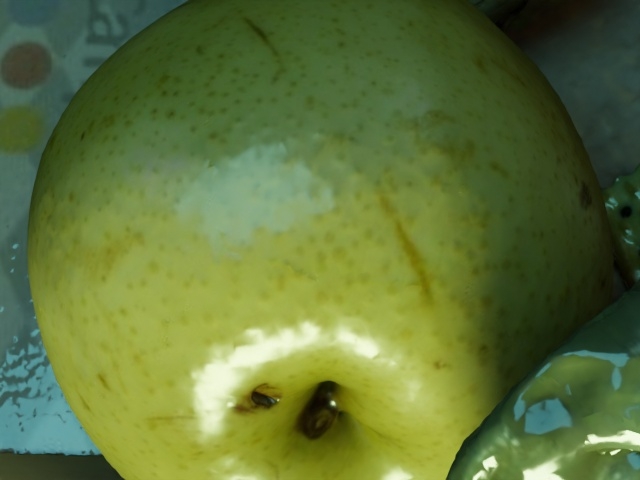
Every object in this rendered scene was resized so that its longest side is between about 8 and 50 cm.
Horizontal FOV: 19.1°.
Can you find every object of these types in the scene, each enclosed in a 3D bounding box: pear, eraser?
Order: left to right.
[{"bbox_3d":[-0.158,-0.041,1.194,0.213,0.082,0.396,1,66,6],"label":"eraser"},{"bbox_3d":[0.000,0.000,0.985,0.309,0.309,0.309,-11,62,22],"label":"pear"}]

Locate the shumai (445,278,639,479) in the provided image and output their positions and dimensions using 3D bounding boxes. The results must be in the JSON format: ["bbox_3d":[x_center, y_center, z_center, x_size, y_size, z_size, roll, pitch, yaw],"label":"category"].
[{"bbox_3d":[0.238,0.139,0.815,0.263,0.304,0.309,47,124,28],"label":"shumai"}]

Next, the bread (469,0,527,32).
[{"bbox_3d":[0.052,-0.224,1.128,0.212,0.224,0.142,-14,24,39],"label":"bread"}]

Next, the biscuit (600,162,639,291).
[{"bbox_3d":[0.254,-0.020,1.037,0.203,0.016,0.144,-30,57,12],"label":"biscuit"}]
